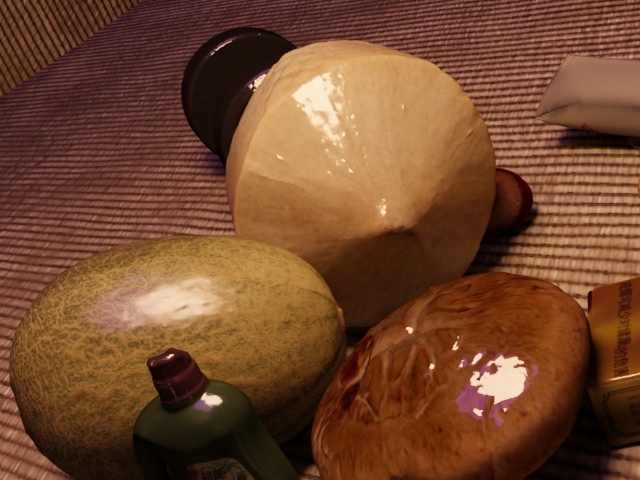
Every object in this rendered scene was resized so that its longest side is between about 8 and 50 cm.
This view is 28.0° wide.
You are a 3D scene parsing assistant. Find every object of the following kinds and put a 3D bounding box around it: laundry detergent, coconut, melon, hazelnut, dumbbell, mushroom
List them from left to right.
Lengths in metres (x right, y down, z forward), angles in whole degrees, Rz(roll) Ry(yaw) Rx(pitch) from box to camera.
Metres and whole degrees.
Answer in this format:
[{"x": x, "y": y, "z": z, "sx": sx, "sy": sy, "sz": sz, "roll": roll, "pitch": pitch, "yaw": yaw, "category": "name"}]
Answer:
[{"x": -0.136, "y": 0.115, "z": 1.239, "sx": 0.329, "sy": 0.248, "sz": 0.248, "roll": -12, "pitch": 26, "yaw": 7, "category": "melon"}, {"x": -0.099, "y": 0.183, "z": 1.093, "sx": 0.144, "sy": 0.222, "sz": 0.078, "roll": -10, "pitch": 30, "yaw": 33, "category": "laundry detergent"}, {"x": -0.072, "y": -0.180, "z": 1.815, "sx": 0.204, "sy": 0.204, "sz": 0.322, "roll": -29, "pitch": 24, "yaw": -6, "category": "dumbbell"}, {"x": 0.041, "y": -0.065, "z": 1.360, "sx": 0.329, "sy": 0.329, "sz": 0.329, "roll": -21, "pitch": 25, "yaw": 10, "category": "coconut"}, {"x": 0.108, "y": 0.130, "z": 1.091, "sx": 0.278, "sy": 0.146, "sz": 0.278, "roll": -32, "pitch": 20, "yaw": 13, "category": "mushroom"}, {"x": 0.196, "y": -0.043, "z": 1.445, "sx": 0.086, "sy": 0.086, "sz": 0.086, "roll": -21, "pitch": 25, "yaw": 10, "category": "hazelnut"}]

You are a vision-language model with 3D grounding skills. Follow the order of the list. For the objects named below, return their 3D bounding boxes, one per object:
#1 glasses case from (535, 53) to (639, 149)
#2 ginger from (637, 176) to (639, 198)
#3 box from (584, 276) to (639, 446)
[{"x": 0.387, "y": -0.154, "z": 1.466, "sx": 0.128, "sy": 0.083, "sz": 0.308, "roll": -43, "pitch": 29, "yaw": -21, "category": "glasses case"}, {"x": 0.398, "y": -0.046, "z": 1.265, "sx": 0.165, "sy": 0.067, "sz": 0.096, "roll": 1, "pitch": 33, "yaw": 22, "category": "ginger"}, {"x": 0.344, "y": 0.077, "z": 1.064, "sx": 0.240, "sy": 0.071, "sz": 0.159, "roll": -16, "pitch": 24, "yaw": 23, "category": "box"}]
